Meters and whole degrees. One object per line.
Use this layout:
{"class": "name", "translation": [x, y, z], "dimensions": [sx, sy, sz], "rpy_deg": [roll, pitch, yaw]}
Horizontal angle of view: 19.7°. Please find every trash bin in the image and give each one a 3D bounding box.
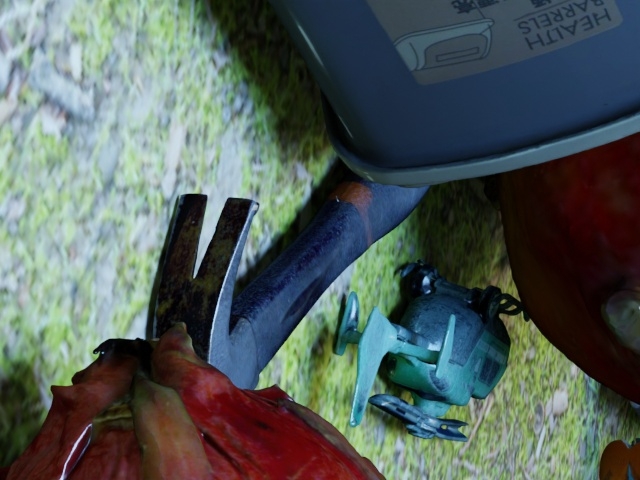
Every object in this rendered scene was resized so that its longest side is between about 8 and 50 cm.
{"class": "trash bin", "translation": [0.068, -0.147, 0.783], "dimensions": [0.290, 0.209, 0.182], "rpy_deg": [51, 31, -50]}

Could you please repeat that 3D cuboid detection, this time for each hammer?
{"class": "hammer", "translation": [0.000, 0.000, 0.872], "dimensions": [0.290, 0.037, 0.137], "rpy_deg": [-50, 139, -52]}

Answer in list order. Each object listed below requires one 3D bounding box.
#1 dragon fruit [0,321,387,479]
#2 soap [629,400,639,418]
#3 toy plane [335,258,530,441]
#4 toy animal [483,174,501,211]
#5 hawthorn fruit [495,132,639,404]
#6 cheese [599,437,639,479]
{"class": "dragon fruit", "translation": [-0.045, 0.140, 0.643], "dimensions": [0.172, 0.172, 0.209], "rpy_deg": [-44, 123, -56]}
{"class": "soap", "translation": [0.361, 0.036, 1.489], "dimensions": [0.296, 0.107, 0.285], "rpy_deg": [-65, 160, -7]}
{"class": "toy plane", "translation": [0.058, 0.061, 0.998], "dimensions": [0.096, 0.060, 0.235], "rpy_deg": [-70, 159, -3]}
{"class": "toy animal", "translation": [0.168, -0.044, 1.208], "dimensions": [0.241, 0.057, 0.099], "rpy_deg": [-40, 115, -58]}
{"class": "hawthorn fruit", "translation": [0.228, -0.043, 1.009], "dimensions": [0.295, 0.295, 0.311], "rpy_deg": [56, 29, -54]}
{"class": "cheese", "translation": [0.232, 0.274, 1.391], "dimensions": [0.037, 0.106, 0.256], "rpy_deg": [6, 86, -26]}
